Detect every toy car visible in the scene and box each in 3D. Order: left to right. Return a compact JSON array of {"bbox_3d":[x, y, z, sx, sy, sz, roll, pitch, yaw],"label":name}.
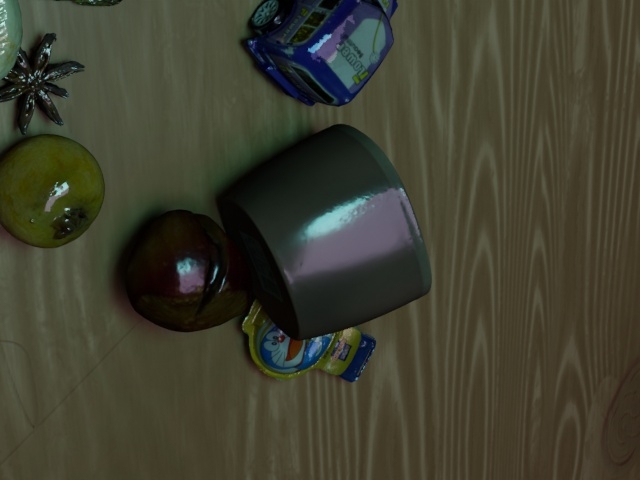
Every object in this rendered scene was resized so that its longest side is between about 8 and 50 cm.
[{"bbox_3d":[0.026,-0.313,1.662,0.172,0.158,0.235,41,83,-38],"label":"toy car"}]

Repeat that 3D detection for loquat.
[{"bbox_3d":[-0.360,-0.065,1.500,0.163,0.163,0.137,-33,154,-20],"label":"loquat"}]

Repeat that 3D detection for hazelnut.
[{"bbox_3d":[-0.191,0.046,1.656,0.204,0.178,0.178,12,100,-42],"label":"hazelnut"}]

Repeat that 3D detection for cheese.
[{"bbox_3d":[-0.016,0.157,1.866,0.270,0.069,0.177,27,91,-38],"label":"cheese"}]

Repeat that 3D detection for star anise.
[{"bbox_3d":[-0.383,-0.212,1.489,0.141,0.042,0.141,-12,114,-29],"label":"star anise"}]

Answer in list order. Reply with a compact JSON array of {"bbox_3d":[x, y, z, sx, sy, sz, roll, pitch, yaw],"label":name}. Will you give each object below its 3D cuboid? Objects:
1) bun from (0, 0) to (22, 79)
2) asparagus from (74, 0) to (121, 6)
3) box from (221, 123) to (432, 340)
[{"bbox_3d":[-0.448,-0.267,1.386,0.164,0.111,0.188,-21,114,-7],"label":"bun"},{"bbox_3d":[-0.335,-0.330,1.487,0.165,0.030,0.036,0,97,-34],"label":"asparagus"},{"bbox_3d":[0.000,0.000,1.697,0.216,0.301,0.301,-29,122,-16],"label":"box"}]
